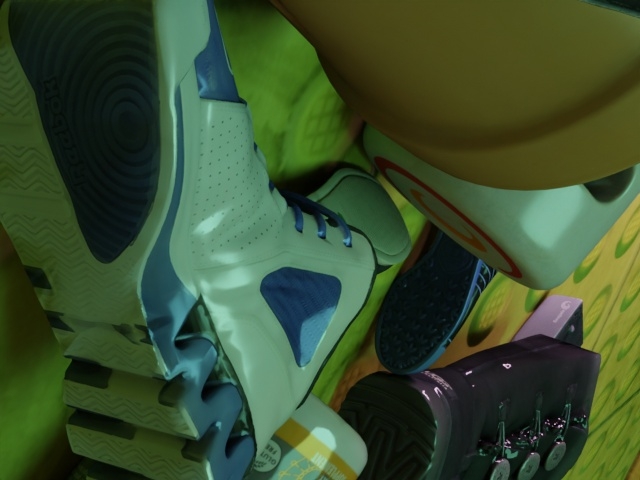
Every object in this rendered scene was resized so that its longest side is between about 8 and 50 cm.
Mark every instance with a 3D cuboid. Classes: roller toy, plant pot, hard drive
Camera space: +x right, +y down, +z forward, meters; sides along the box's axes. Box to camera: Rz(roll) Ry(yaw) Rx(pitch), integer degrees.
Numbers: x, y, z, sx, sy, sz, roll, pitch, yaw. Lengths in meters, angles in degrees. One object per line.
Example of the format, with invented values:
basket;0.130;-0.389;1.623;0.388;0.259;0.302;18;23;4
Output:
roller toy;0.144;-0.069;0.879;0.146;0.191;0.209;-50;162;-3
plant pot;0.070;-0.189;0.568;0.203;0.291;0.290;20;101;-47
hard drive;0.268;0.198;1.572;0.254;0.054;0.172;-52;154;-15

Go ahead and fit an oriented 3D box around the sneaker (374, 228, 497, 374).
sneaker;0.136;0.027;1.113;0.090;0.081;0.232;21;99;-59

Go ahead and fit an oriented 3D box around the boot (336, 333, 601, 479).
boot;0.135;0.285;1.301;0.445;0.146;0.367;-3;124;-59

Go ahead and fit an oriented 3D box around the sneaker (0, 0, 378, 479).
sneaker;-0.063;-0.006;0.638;0.182;0.128;0.315;-39;132;-48

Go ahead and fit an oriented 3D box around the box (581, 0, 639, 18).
box;0.044;-0.241;0.309;0.097;0.395;0.318;-93;-161;-52

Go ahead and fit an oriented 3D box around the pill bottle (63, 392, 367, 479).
pill bottle;-0.107;0.206;0.775;0.278;0.162;0.162;-54;154;-12

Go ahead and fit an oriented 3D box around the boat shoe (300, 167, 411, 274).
boat shoe;0.000;0.000;0.870;0.079;0.084;0.233;-28;177;28
